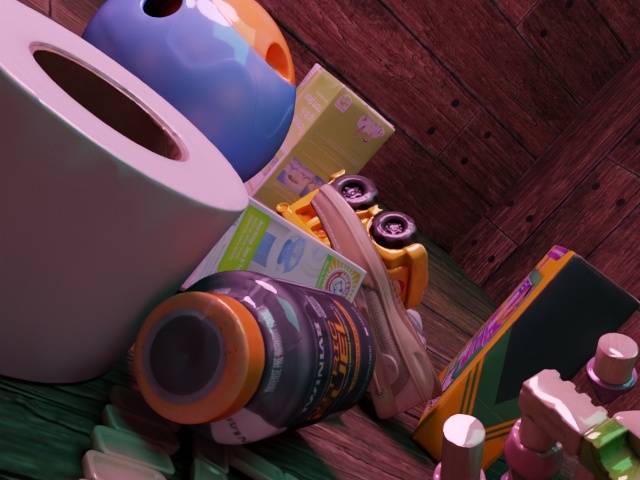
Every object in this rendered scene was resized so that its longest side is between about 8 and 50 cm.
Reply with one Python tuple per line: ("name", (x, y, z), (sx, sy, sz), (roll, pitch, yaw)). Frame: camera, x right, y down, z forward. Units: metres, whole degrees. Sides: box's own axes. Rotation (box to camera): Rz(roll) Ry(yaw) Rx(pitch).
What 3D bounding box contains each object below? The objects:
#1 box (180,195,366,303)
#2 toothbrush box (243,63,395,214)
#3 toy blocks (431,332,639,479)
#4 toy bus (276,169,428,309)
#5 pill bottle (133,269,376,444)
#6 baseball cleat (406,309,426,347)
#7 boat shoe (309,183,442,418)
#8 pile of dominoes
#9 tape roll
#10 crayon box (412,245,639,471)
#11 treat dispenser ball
("box", (-0.065, 0.034, 0.732), (0.203, 0.114, 0.103), (33, -11, -38))
("toothbrush box", (-0.033, -0.142, 1.148), (0.122, 0.283, 0.206), (35, 13, -24))
("toy blocks", (0.313, 0.301, 0.706), (0.288, 0.309, 0.260), (41, -34, 46))
("toy bus", (0.018, 0.026, 0.977), (0.220, 0.211, 0.149), (46, -31, 37))
("pill bottle", (-0.047, 0.094, 0.548), (0.130, 0.130, 0.246), (45, 8, 20))
("baseball cleat", (0.106, 0.145, 1.062), (0.206, 0.072, 0.109), (13, 48, -42))
("boat shoe", (0.046, 0.074, 0.845), (0.109, 0.098, 0.302), (45, 19, -83))
("pile of dominoes", (-0.074, 0.193, 0.421), (0.196, 0.040, 0.251), (37, 3, -15))
("tape roll", (-0.199, -0.040, 0.495), (0.246, 0.169, 0.246), (38, 11, -9))
("crayon box", (0.291, 0.160, 0.983), (0.106, 0.313, 0.363), (40, 11, 12))
("treat dispenser ball", (-0.175, -0.201, 0.888), (0.288, 0.288, 0.288), (39, 11, -9))
